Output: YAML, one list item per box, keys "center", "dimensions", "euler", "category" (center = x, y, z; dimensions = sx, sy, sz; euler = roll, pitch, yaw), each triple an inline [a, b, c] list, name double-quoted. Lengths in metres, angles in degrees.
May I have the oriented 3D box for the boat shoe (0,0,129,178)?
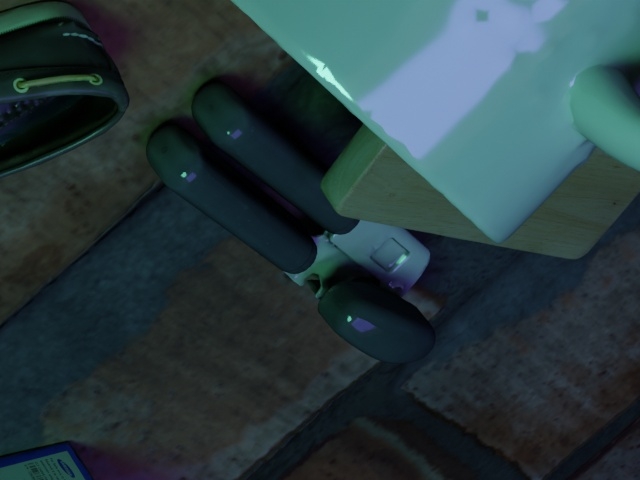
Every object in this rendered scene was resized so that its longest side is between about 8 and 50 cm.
- center: [-0.211, -0.053, 1.023]
  dimensions: [0.228, 0.068, 0.081]
  euler: [-26, 144, -16]
  category: "boat shoe"

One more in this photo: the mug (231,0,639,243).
- center: [0.125, -0.179, 0.903]
  dimensions: [0.328, 0.374, 0.276]
  euler: [-47, 150, 4]
  category: "mug"

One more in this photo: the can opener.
- center: [0.000, 0.000, 1.248]
  dimensions: [0.076, 0.095, 0.283]
  euler: [-42, 146, 7]
  category: "can opener"

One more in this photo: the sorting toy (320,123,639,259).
- center: [0.142, -0.122, 1.233]
  dimensions: [0.257, 0.089, 0.255]
  euler: [10, 125, -47]
  category: "sorting toy"

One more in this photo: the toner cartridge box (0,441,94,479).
- center: [-0.207, 0.320, 1.387]
  dimensions: [0.075, 0.165, 0.347]
  euler: [-10, 138, -33]
  category: "toner cartridge box"
